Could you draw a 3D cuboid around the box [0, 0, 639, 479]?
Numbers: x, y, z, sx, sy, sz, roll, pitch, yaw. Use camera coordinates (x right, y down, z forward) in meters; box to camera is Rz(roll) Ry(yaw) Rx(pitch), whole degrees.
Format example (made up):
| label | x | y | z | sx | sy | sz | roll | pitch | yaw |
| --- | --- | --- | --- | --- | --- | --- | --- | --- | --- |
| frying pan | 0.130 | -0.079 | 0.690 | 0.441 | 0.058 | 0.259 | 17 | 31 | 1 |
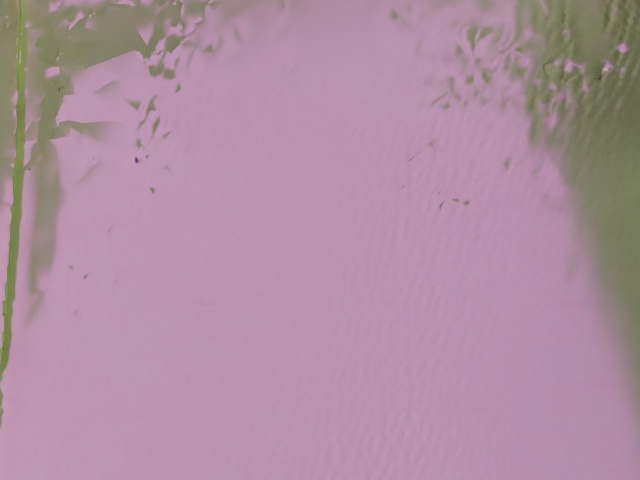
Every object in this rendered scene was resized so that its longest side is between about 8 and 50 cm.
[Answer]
| label | x | y | z | sx | sy | sz | roll | pitch | yaw |
| --- | --- | --- | --- | --- | --- | --- | --- | --- | --- |
| box | 0.000 | 0.000 | 0.820 | 0.344 | 0.177 | 0.352 | 2 | 81 | -1 |
